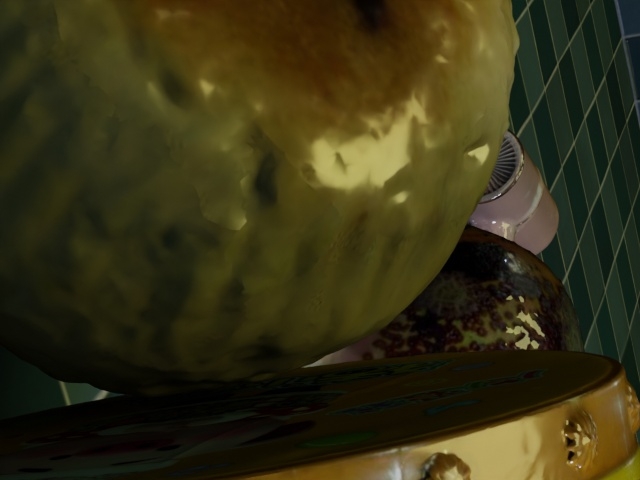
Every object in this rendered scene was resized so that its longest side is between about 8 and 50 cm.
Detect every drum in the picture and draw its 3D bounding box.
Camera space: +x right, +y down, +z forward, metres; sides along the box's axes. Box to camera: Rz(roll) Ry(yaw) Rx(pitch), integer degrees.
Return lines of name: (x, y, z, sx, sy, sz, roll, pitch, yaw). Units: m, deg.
drum: (-0.037, 0.187, 0.893, 0.431, 0.431, 0.214, -13, 94, -71)

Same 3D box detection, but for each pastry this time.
pastry: (-0.088, -0.099, 1.016, 0.388, 0.312, 0.388, 17, 57, -27)

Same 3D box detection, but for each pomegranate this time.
pomegranate: (0.038, 0.085, 1.426, 0.340, 0.285, 0.285, 37, 43, -32)

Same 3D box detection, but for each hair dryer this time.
hair dryer: (0.191, 0.058, 2.111, 0.189, 0.106, 0.344, 51, 45, -59)
